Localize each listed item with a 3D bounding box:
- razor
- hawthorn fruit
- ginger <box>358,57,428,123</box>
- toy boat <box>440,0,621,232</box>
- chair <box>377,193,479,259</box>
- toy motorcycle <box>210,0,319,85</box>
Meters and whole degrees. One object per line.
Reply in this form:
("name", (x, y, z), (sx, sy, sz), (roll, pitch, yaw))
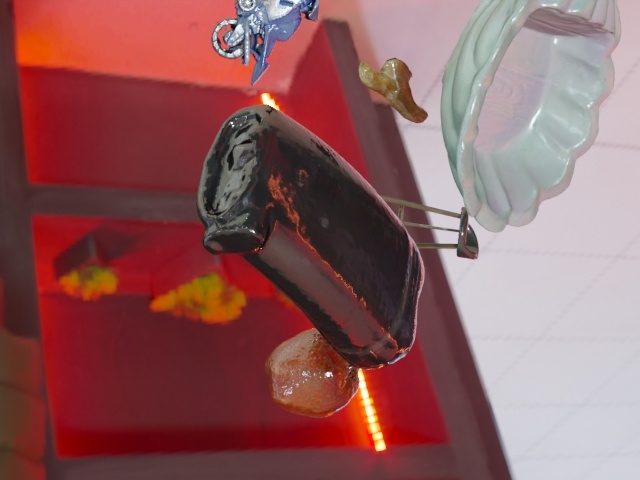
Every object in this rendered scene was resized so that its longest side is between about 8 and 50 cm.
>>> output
("razor", (0.002, 0.000, 1.325), (0.113, 0.204, 0.349), (-15, 139, 32))
("hawthorn fruit", (-0.013, 0.201, 1.695), (0.138, 0.132, 0.133), (-9, 150, 16))
("ginger", (0.084, -0.171, 1.265), (0.097, 0.048, 0.030), (38, 169, -14))
("toy boat", (0.192, -0.155, 1.082), (0.199, 0.100, 0.290), (6, 112, -46))
("chair", (0.182, -0.029, 2.051), (0.222, 0.104, 0.095), (10, 126, 4))
("toy motorcycle", (-0.071, -0.341, 1.723), (0.114, 0.076, 0.205), (40, 91, -14))
